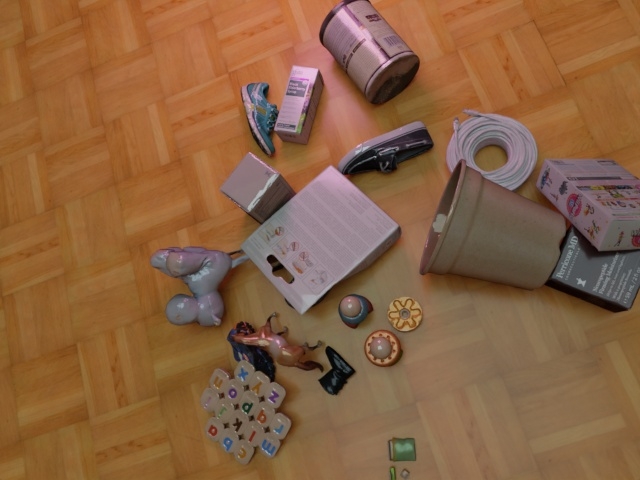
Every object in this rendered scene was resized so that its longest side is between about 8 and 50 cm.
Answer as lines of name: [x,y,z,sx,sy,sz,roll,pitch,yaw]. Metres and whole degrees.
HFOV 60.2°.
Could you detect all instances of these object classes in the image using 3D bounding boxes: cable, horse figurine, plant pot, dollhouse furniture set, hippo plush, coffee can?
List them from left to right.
hippo plush: [-0.378,0.144,1.709,0.294,0.234,0.236,0,95,-29]
horse figurine: [-0.109,0.303,1.597,0.263,0.174,0.066,32,118,18]
coffee can: [0.152,-0.601,1.747,0.202,0.201,0.275,-35,72,2]
dollhouse furniture set: [0.223,0.617,1.502,0.076,0.058,0.151,-5,75,11]
cable: [0.505,-0.250,1.641,0.257,0.089,0.257,12,80,14]
plant pot: [0.469,-0.017,1.493,0.306,0.334,0.333,19,81,5]

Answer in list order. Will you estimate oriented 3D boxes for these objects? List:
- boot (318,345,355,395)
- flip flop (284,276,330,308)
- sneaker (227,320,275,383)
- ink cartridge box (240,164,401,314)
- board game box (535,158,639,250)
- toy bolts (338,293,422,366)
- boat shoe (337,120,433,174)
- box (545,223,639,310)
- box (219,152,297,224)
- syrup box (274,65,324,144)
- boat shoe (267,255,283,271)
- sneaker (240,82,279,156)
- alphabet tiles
boot: [0.032,0.383,1.613,0.121,0.045,0.099,43,94,20]
flip flop: [0.004,0.104,1.675,0.112,0.080,0.277,34,70,15]
sneaker: [-0.210,0.353,1.661,0.087,0.083,0.221,-34,78,40]
ink cartridge box: [0.000,0.000,1.657,0.385,0.091,0.308,-42,66,-5]
board game box: [0.741,-0.102,1.428,0.224,0.097,0.303,-2,35,-12]
toy bolts: [0.161,0.219,1.562,0.228,0.158,0.218,37,86,18]
boat shoe: [0.203,-0.260,1.707,0.301,0.108,0.102,-24,71,-2]
box: [0.727,0.075,1.457,0.203,0.167,0.168,23,88,19]
box: [-0.182,-0.143,1.689,0.127,0.232,0.148,37,86,18]
syrup box: [-0.068,-0.445,1.812,0.093,0.096,0.236,12,80,15]
boat shoe: [-0.105,0.045,1.715,0.178,0.064,0.060,-21,75,9]
sneaker: [-0.190,-0.411,1.832,0.110,0.107,0.275,-15,74,-1]
alphabet tiles: [-0.221,0.501,1.614,0.284,0.021,0.277,31,102,17]
